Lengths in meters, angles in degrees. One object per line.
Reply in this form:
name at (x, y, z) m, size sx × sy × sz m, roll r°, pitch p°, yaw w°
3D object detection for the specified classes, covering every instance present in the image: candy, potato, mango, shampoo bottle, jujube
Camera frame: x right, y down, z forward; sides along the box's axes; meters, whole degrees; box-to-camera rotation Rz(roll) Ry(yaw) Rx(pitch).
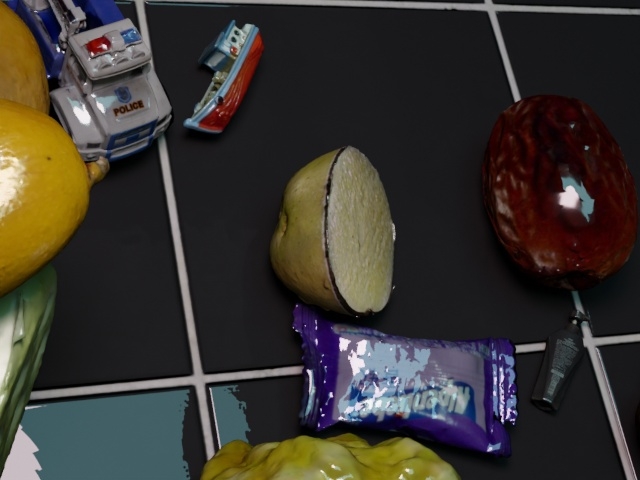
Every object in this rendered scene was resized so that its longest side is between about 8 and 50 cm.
candy at (0.095, 0.157, 1.256) m, size 0.275 × 0.070 × 0.145 m, roll 11°, pitch 67°, yaw -15°
potato at (0.000, 0.000, 1.266) m, size 0.117 × 0.182 × 0.202 m, roll -8°, pitch 59°, yaw 23°
mango at (-0.316, -0.020, 0.871) m, size 0.317 × 0.119 × 0.176 m, roll -23°, pitch 73°, yaw -21°
shampoo bottle at (0.290, 0.143, 1.356) m, size 0.048 × 0.027 × 0.137 m, roll 26°, pitch 59°, yaw 4°
jujube at (0.295, -0.059, 1.371) m, size 0.183 × 0.183 × 0.243 m, roll 3°, pitch 65°, yaw -18°

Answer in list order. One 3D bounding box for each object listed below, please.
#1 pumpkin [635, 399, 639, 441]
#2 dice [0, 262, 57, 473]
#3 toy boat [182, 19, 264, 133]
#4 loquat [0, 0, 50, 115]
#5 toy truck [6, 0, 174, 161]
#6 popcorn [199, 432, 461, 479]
pumpkin at (0.442, 0.203, 1.337) m, size 0.119 × 0.108 × 0.183 m, roll 38°, pitch 66°, yaw 9°
dice at (-0.388, 0.108, 0.998) m, size 0.249 × 0.254 × 0.252 m, roll 18°, pitch 61°, yaw -8°
toy boat at (-0.120, -0.195, 1.346) m, size 0.058 × 0.069 × 0.173 m, roll 32°, pitch 58°, yaw -20°
loquat at (-0.397, -0.132, 1.114) m, size 0.263 × 0.263 × 0.263 m, roll 8°, pitch 63°, yaw -16°
toy truck at (-0.255, -0.199, 1.239) m, size 0.161 × 0.177 × 0.213 m, roll -25°, pitch 75°, yaw -29°
popcorn at (0.012, 0.329, 1.011) m, size 0.334 × 0.292 × 0.294 m, roll 13°, pitch 97°, yaw 14°
